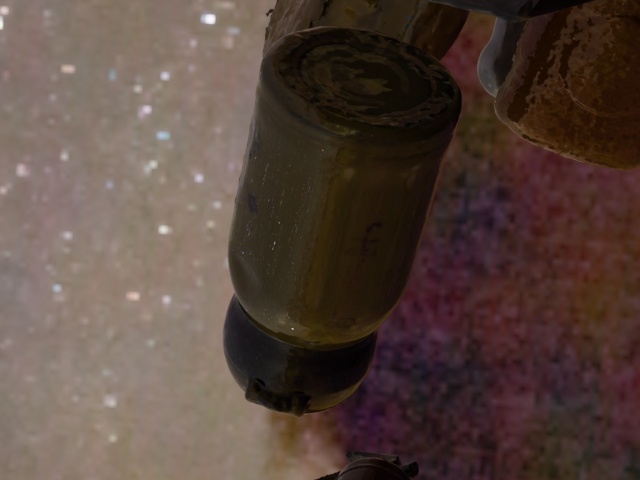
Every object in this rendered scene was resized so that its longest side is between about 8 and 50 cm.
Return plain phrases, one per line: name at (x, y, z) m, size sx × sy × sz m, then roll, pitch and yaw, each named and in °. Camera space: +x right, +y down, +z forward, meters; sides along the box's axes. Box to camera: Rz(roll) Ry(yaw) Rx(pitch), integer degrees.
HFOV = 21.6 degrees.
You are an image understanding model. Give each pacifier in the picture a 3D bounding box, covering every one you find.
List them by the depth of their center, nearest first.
pacifier at (0.283, -0.353, 2.382) m, size 0.273 × 0.220 × 0.332 m, roll 59°, pitch 173°, yaw -23°

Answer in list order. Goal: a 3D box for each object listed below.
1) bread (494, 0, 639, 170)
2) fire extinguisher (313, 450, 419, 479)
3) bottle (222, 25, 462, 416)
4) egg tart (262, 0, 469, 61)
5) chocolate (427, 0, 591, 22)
bread at (0.270, -0.187, 1.537) m, size 0.121 × 0.174 × 0.245 m, roll -88°, pitch 19°, yaw -52°
fire extinguisher at (0.029, 0.341, 1.997) m, size 0.337 × 0.147 × 0.106 m, roll -55°, pitch -47°, yaw -61°
bottle at (0.000, 0.000, 1.470) m, size 0.171 × 0.171 × 0.351 m, roll -67°, pitch -6°, yaw -53°
egg tart at (0.050, -0.268, 1.902) m, size 0.388 × 0.169 × 0.388 m, roll -55°, pitch 16°, yaw 24°
chocolate at (0.148, -0.354, 1.144) m, size 0.297 × 0.314 × 0.326 m, roll 89°, pitch 156°, yaw -42°
